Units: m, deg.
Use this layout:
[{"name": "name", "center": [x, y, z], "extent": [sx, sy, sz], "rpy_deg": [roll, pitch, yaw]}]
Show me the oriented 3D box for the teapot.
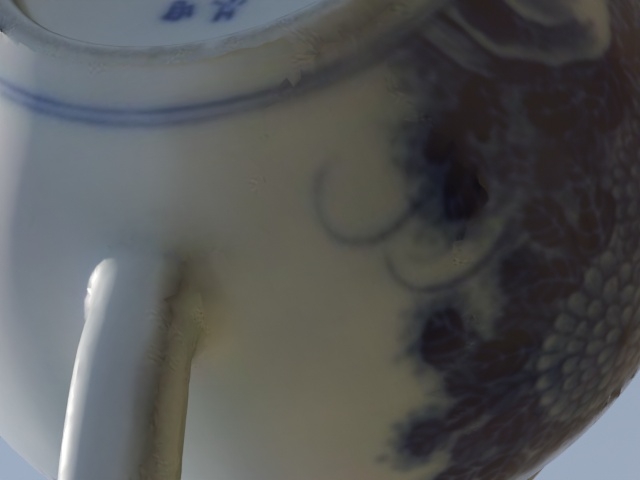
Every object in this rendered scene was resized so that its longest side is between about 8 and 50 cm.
[{"name": "teapot", "center": [0.000, 0.000, 0.596], "extent": [0.280, 0.252, 0.424], "rpy_deg": [72, -156, -43]}]
